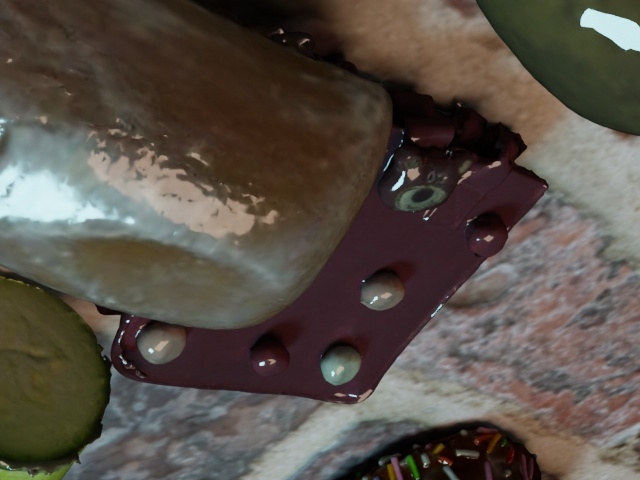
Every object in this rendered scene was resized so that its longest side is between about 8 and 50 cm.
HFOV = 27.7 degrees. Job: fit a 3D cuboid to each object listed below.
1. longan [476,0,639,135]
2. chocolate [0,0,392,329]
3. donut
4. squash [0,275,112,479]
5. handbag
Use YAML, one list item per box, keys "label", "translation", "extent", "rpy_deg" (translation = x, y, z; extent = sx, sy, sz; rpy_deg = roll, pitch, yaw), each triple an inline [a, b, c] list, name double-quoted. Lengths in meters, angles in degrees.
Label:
- label: "longan"
  translation: [0.154, -0.127, 0.570]
  extent: [0.187, 0.167, 0.167]
  rpy_deg: [19, 126, -28]
- label: "chocolate"
  translation: [-0.097, -0.034, 0.559]
  extent: [0.261, 0.083, 0.161]
  rpy_deg: [19, 124, -19]
- label: "donut"
  translation: [0.085, 0.251, 1.065]
  extent: [0.235, 0.089, 0.235]
  rpy_deg: [-14, 143, -11]
- label: "squash"
  translation: [-0.200, 0.120, 0.722]
  extent: [0.123, 0.123, 0.187]
  rpy_deg: [6, 136, -34]
- label: "handbag"
  translation: [0.001, 0.003, 0.724]
  extent: [0.203, 0.074, 0.216]
  rpy_deg: [14, 129, -40]
